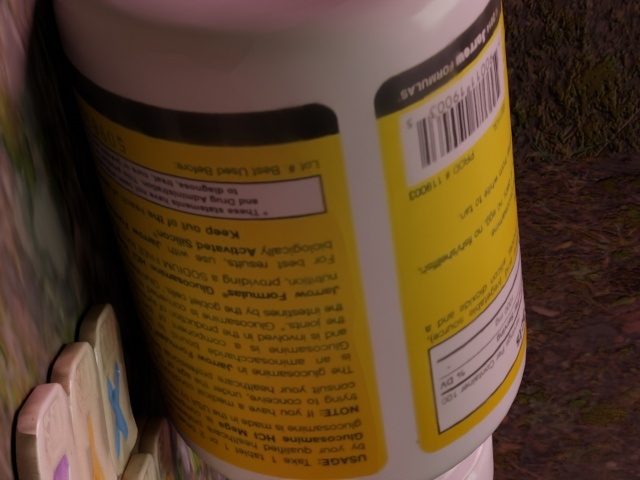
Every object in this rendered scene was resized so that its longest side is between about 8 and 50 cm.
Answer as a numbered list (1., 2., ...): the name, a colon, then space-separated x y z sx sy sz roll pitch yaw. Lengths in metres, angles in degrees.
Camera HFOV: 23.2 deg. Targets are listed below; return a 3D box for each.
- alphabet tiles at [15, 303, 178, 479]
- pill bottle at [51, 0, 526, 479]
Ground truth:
1. alphabet tiles: -0.077 0.176 0.628 0.284 0.021 0.278 -82 167 -78
2. pill bottle: 0.000 0.000 0.736 0.188 0.188 0.334 -91 174 -52
